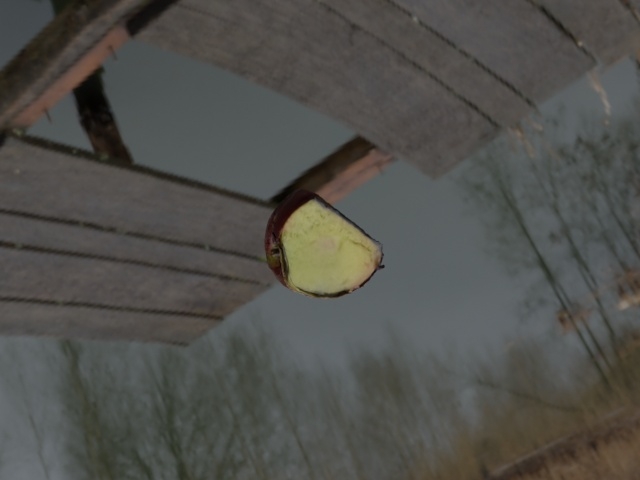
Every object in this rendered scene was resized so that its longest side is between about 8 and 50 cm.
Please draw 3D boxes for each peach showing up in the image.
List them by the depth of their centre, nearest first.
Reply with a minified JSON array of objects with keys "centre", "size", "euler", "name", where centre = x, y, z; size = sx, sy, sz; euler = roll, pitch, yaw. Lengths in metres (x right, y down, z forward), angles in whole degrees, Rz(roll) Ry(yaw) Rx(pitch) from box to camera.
[{"centre":[0.000,0.000,0.687],"size":[0.083,0.078,0.050],"euler":[-13,-166,-27],"name":"peach"}]
